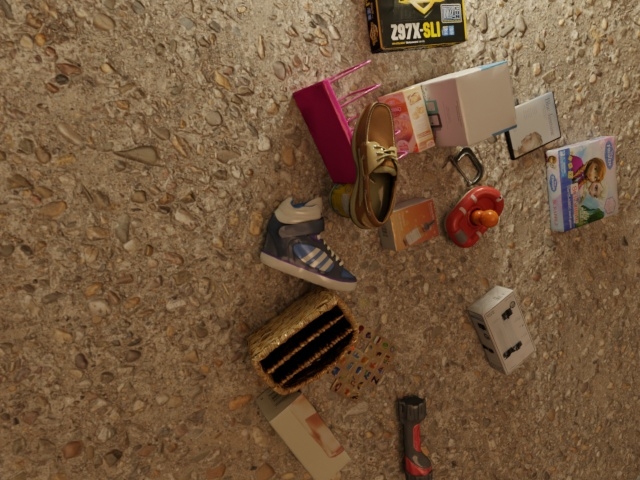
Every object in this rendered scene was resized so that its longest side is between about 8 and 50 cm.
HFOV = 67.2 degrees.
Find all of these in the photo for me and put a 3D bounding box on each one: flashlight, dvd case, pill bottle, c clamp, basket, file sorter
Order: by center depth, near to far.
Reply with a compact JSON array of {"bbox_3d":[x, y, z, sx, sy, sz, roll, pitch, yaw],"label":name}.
[{"bbox_3d":[-0.034,0.299,1.356,0.299,0.223,0.213,-35,101,-9],"label":"basket"},{"bbox_3d":[0.092,-0.332,1.367,0.182,0.202,0.290,-33,110,-19],"label":"file sorter"},{"bbox_3d":[0.119,-0.118,1.404,0.118,0.208,0.117,-4,99,-24],"label":"pill bottle"},{"bbox_3d":[0.499,-0.248,1.669,0.161,0.022,0.137,42,74,-22],"label":"c clamp"},{"bbox_3d":[0.339,0.699,1.687,0.103,0.103,0.303,-12,103,-50],"label":"flashlight"},{"bbox_3d":[0.777,-0.422,1.769,0.253,0.022,0.180,-26,107,-20],"label":"dvd case"}]

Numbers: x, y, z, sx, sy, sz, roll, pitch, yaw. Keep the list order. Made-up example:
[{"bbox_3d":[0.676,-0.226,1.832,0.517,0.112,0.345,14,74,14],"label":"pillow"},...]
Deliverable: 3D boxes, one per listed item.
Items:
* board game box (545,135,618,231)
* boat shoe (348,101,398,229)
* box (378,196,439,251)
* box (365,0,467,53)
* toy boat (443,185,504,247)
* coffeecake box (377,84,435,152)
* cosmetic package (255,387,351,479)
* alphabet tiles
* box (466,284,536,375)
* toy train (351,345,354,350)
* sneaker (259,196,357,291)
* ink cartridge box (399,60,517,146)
[{"bbox_3d":[1.029,-0.225,1.889,0.318,0.066,0.318,-17,104,-22],"label":"board game box"},{"bbox_3d":[0.153,-0.187,1.230,0.123,0.120,0.323,0,95,-23],"label":"boat shoe"},{"bbox_3d":[0.279,-0.055,1.553,0.171,0.091,0.130,-20,105,-21],"label":"box"},{"bbox_3d":[0.290,-0.721,1.472,0.322,0.079,0.257,-14,105,-23],"label":"box"},{"bbox_3d":[0.543,-0.079,1.638,0.231,0.151,0.151,-47,113,-12],"label":"toy boat"},{"bbox_3d":[0.261,-0.365,1.472,0.068,0.142,0.185,-25,107,-19],"label":"coffeecake box"},{"bbox_3d":[-0.052,0.572,1.458,0.129,0.153,0.296,-37,112,-15],"label":"cosmetic package"},{"bbox_3d":[0.136,0.415,1.601,0.198,0.009,0.237,35,83,-25],"label":"alphabet tiles"},{"bbox_3d":[0.676,0.335,1.794,0.169,0.087,0.289,-34,110,-17],"label":"box"},{"bbox_3d":[0.043,0.289,1.522,0.125,0.046,0.166,-25,106,-15],"label":"toy train"},{"bbox_3d":[0.000,0.000,1.409,0.323,0.130,0.236,20,93,-20],"label":"sneaker"},{"bbox_3d":[0.411,-0.404,1.465,0.198,0.270,0.197,-23,108,-20],"label":"ink cartridge box"}]
